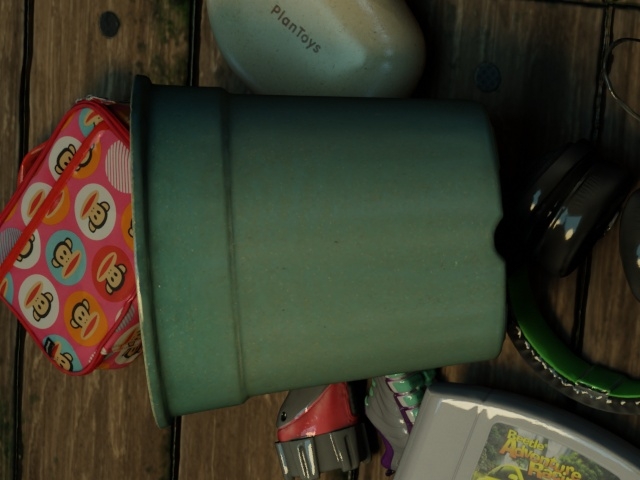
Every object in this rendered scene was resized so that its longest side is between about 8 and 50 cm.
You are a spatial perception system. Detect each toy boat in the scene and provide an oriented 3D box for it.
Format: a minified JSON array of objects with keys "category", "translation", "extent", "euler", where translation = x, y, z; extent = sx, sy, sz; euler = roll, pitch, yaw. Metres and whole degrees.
[{"category":"toy boat","translation":[-0.047,-0.184,1.915],"extent":[0.318,0.148,0.267],"euler":[-45,78,22]}]

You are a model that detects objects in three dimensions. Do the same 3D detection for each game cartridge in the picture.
[{"category":"game cartridge","translation":[0.218,0.264,1.814],"extent":[0.294,0.060,0.196],"euler":[23,106,14]}]

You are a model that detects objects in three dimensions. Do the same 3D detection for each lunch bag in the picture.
[{"category":"lunch bag","translation":[-0.260,-0.018,2.090],"extent":[0.258,0.120,0.293],"euler":[48,118,22]}]

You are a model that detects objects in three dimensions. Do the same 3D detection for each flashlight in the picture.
[{"category":"flashlight","translation":[-0.026,0.104,1.961],"extent":[0.103,0.103,0.304],"euler":[-18,86,59]}]

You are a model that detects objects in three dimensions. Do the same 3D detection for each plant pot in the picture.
[{"category":"plant pot","translation":[0.000,0.000,1.740],"extent":[0.334,0.341,0.341],"euler":[-4,97,-2]}]

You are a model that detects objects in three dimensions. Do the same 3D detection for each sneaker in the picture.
[{"category":"sneaker","translation":[0.072,0.145,1.914],"extent":[0.098,0.083,0.223],"euler":[-13,91,39]}]

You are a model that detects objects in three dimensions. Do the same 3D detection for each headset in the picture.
[{"category":"headset","translation":[0.303,-0.027,1.725],"extent":[0.243,0.185,0.394],"euler":[19,123,26]}]
